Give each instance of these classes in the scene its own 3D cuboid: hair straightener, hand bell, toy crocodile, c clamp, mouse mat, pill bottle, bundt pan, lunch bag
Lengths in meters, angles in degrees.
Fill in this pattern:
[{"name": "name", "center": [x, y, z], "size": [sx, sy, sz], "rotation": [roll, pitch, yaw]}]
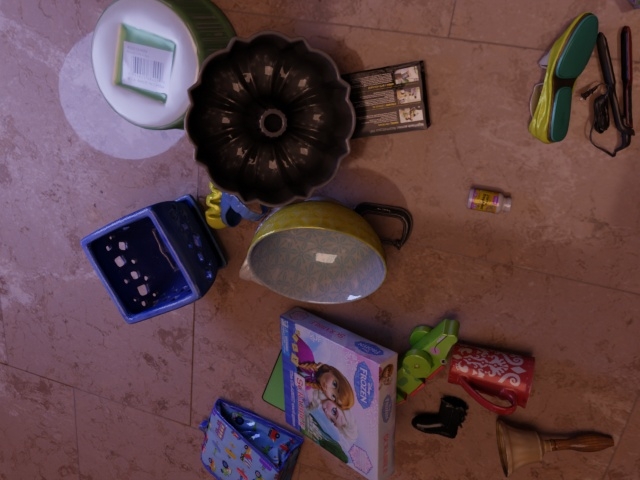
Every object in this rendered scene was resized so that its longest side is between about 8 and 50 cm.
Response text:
[{"name": "hair straightener", "center": [0.517, -0.261, 0.969], "size": [0.089, 0.047, 0.230], "rotation": [-7, 111, 17]}, {"name": "hand bell", "center": [0.533, 0.464, 1.205], "size": [0.242, 0.126, 0.126], "rotation": [-5, 108, 8]}, {"name": "toy crocodile", "center": [0.208, 0.305, 1.236], "size": [0.105, 0.115, 0.340], "rotation": [38, 118, -2]}, {"name": "c clamp", "center": [0.126, -0.018, 1.199], "size": [0.161, 0.022, 0.137], "rotation": [5, 105, 18]}, {"name": "mouse mat", "center": [-0.065, 0.388, 1.416], "size": [0.153, 0.007, 0.189], "rotation": [26, 116, 8]}, {"name": "pill bottle", "center": [0.344, -0.079, 1.088], "size": [0.083, 0.043, 0.043], "rotation": [11, 112, 14]}, {"name": "bundt pan", "center": [-0.103, -0.238, 1.059], "size": [0.331, 0.124, 0.330], "rotation": [-4, 107, -14]}, {"name": "lunch bag", "center": [-0.223, 0.594, 1.488], "size": [0.293, 0.138, 0.220], "rotation": [26, 118, 18]}]

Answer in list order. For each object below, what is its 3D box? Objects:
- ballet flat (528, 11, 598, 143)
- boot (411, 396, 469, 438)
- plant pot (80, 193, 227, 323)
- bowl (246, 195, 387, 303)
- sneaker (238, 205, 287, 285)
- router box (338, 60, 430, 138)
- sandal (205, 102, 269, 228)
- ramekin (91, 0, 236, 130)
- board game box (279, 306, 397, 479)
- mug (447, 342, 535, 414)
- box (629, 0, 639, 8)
[{"name": "ballet flat", "center": [0.427, -0.293, 0.969], "size": [0.077, 0.077, 0.230], "rotation": [-7, 117, -25]}, {"name": "boot", "center": [0.290, 0.421, 1.288], "size": [0.121, 0.045, 0.099], "rotation": [14, 115, 6]}, {"name": "plant pot", "center": [-0.374, 0.031, 1.274], "size": [0.236, 0.212, 0.235], "rotation": [-22, 101, 23]}, {"name": "bowl", "center": [0.000, 0.000, 1.141], "size": [0.290, 0.156, 0.289], "rotation": [5, 144, 4]}, {"name": "sneaker", "center": [-0.104, 0.016, 1.259], "size": [0.115, 0.090, 0.232], "rotation": [27, 124, 0]}, {"name": "router box", "center": [0.125, -0.283, 1.086], "size": [0.179, 0.046, 0.133], "rotation": [-3, 108, 20]}, {"name": "sandal", "center": [-0.180, -0.165, 1.186], "size": [0.138, 0.126, 0.317], "rotation": [14, 122, 23]}, {"name": "ramekin", "center": [-0.336, -0.381, 1.147], "size": [0.304, 0.148, 0.303], "rotation": [6, 111, 16]}, {"name": "board game box", "center": [0.035, 0.355, 1.254], "size": [0.318, 0.066, 0.318], "rotation": [17, 117, 43]}, {"name": "mug", "center": [0.369, 0.292, 1.163], "size": [0.169, 0.150, 0.113], "rotation": [12, 98, 19]}, {"name": "box", "center": [0.508, -0.486, 0.846], "size": [0.103, 0.114, 0.203], "rotation": [-35, 96, 24]}]
